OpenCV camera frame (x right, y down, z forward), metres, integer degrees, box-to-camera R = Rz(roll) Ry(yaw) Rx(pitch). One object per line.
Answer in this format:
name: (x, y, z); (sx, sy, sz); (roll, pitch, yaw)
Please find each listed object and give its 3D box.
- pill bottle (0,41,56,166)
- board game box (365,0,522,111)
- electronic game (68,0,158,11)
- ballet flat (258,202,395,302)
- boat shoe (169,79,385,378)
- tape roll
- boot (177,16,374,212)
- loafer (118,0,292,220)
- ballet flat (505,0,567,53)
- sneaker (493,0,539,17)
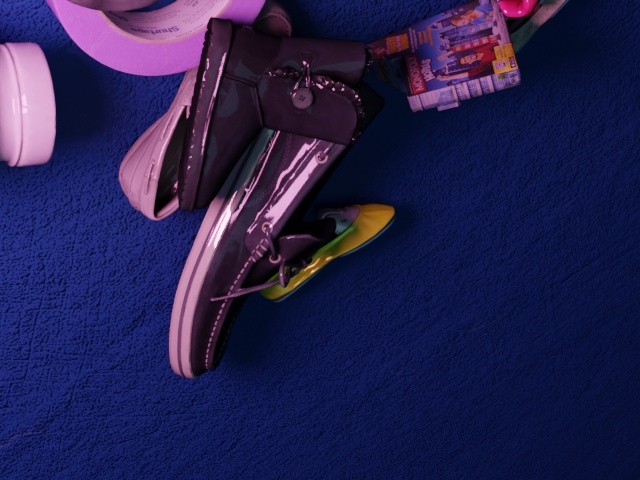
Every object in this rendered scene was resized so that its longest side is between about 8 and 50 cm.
pill bottle: (-0.473, -0.141, 1.460); (0.334, 0.188, 0.188); (-7, 124, -25)
board game box: (0.160, -0.235, 1.755); (0.194, 0.194, 0.060); (-15, 129, 11)
electronic game: (-0.218, -0.356, 1.425); (0.229, 0.048, 0.229); (-11, 124, -17)
ballet flat: (0.000, 0.000, 1.899); (0.231, 0.077, 0.077); (-34, 115, -1)
boat shoe: (-0.066, -0.016, 1.759); (0.156, 0.187, 0.500); (27, 107, 3)
tape roll: (-0.193, -0.335, 1.546); (0.275, 0.090, 0.275); (-14, 126, -19)
boot: (-0.055, -0.136, 1.592); (0.207, 0.094, 0.246); (10, 104, -13)
loafer: (-0.136, -0.162, 1.681); (0.112, 0.111, 0.319); (25, 108, -38)
ballet flat: (0.292, -0.321, 1.824); (0.052, 0.057, 0.168); (22, 127, -25)
sneaker: (0.195, -0.399, 1.665); (0.299, 0.121, 0.112); (31, 59, -35)
